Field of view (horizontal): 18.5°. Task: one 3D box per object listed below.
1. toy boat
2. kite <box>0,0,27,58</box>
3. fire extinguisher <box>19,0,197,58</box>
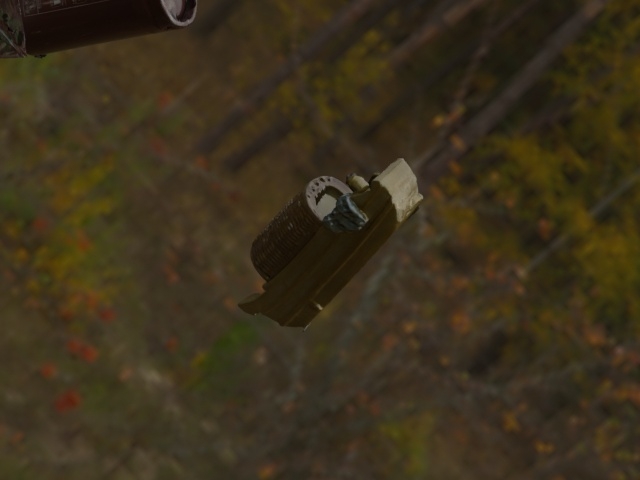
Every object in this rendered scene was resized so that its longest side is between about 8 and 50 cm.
[{"bbox_3d":[0.000,0.000,2.219,0.115,0.310,0.089,44,49,2],"label":"toy boat"},{"bbox_3d":[-0.327,-0.228,1.906,0.156,0.139,0.011,46,33,23],"label":"kite"},{"bbox_3d":[-0.279,-0.272,2.281,0.105,0.269,0.105,30,56,-59],"label":"fire extinguisher"}]
